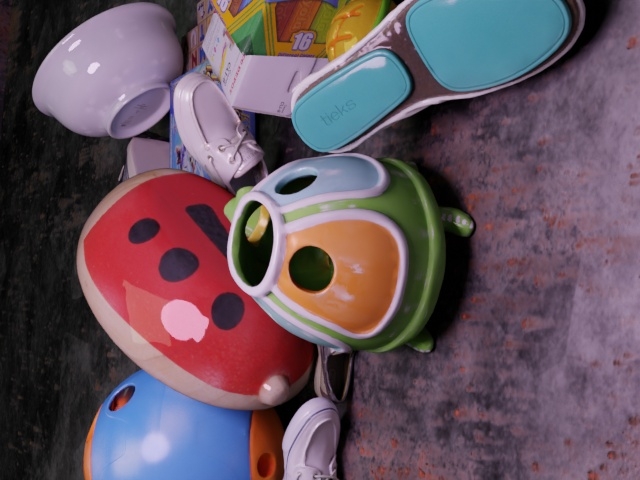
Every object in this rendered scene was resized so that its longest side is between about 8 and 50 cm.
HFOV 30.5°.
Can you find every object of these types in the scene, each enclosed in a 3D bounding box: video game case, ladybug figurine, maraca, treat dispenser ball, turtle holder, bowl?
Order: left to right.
[{"bbox_3d":[-0.356,-0.279,2.117,0.134,0.298,0.298,53,136,17],"label":"bowl"},{"bbox_3d":[-0.189,0.311,1.663,0.288,0.288,0.288,-18,69,60],"label":"treat dispenser ball"},{"bbox_3d":[-0.161,0.048,1.624,0.449,0.305,0.161,47,134,34],"label":"ladybug figurine"},{"bbox_3d":[-0.186,-0.162,1.974,0.244,0.061,0.269,-12,77,60],"label":"video game case"},{"bbox_3d":[0.009,-0.010,1.417,0.243,0.228,0.320,-62,35,36],"label":"turtle holder"},{"bbox_3d":[0.061,-0.267,1.514,0.127,0.099,0.185,-56,13,37],"label":"maraca"}]

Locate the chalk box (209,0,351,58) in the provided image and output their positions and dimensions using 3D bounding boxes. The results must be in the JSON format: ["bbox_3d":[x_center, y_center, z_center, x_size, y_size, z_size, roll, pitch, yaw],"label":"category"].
[{"bbox_3d":[-0.016,-0.409,1.563,0.179,0.180,0.289,60,138,32],"label":"chalk box"}]

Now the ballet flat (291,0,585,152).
[{"bbox_3d":[0.129,-0.216,1.315,0.400,0.139,0.139,-23,64,42],"label":"ballet flat"}]

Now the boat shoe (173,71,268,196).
[{"bbox_3d":[-0.126,-0.126,1.749,0.096,0.098,0.277,14,138,47],"label":"boat shoe"}]

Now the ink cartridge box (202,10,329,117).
[{"bbox_3d":[-0.080,-0.284,1.738,0.128,0.127,0.176,-65,35,31],"label":"ink cartridge box"}]

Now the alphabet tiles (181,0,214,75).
[{"bbox_3d":[-0.200,-0.338,2.085,0.237,0.009,0.198,-16,75,60],"label":"alphabet tiles"}]

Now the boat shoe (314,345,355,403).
[{"bbox_3d":[0.023,0.141,1.553,0.049,0.056,0.152,11,104,57],"label":"boat shoe"}]

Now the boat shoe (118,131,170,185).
[{"bbox_3d":[-0.313,-0.024,2.154,0.158,0.127,0.340,120,152,-48],"label":"boat shoe"}]

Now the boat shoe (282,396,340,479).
[{"bbox_3d":[-0.005,0.313,1.559,0.076,0.083,0.226,45,136,41],"label":"boat shoe"}]
